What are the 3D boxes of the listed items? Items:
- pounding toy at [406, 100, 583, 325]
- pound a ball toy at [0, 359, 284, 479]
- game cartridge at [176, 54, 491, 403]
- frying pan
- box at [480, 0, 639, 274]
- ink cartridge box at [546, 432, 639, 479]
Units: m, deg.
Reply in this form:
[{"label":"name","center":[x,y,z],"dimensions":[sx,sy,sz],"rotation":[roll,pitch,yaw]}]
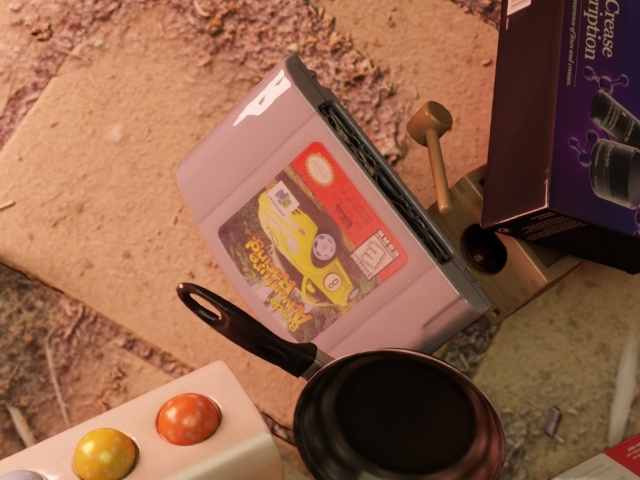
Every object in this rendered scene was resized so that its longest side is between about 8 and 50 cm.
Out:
[{"label":"pounding toy","center":[0.141,-0.028,1.501],"dimensions":[0.206,0.094,0.181],"rotation":[53,40,8]},{"label":"pound a ball toy","center":[-0.140,0.230,1.358],"dimensions":[0.319,0.136,0.208],"rotation":[-24,46,-15]},{"label":"game cartridge","center":[0.000,0.000,1.469],"dimensions":[0.294,0.196,0.060],"rotation":[52,36,6]},{"label":"frying pan","center":[0.012,0.154,1.448],"dimensions":[0.326,0.197,0.053],"rotation":[18,33,4]},{"label":"box","center":[0.258,-0.120,1.451],"dimensions":[0.184,0.103,0.261],"rotation":[16,71,-30]},{"label":"ink cartridge box","center":[0.299,0.280,1.482],"dimensions":[0.127,0.072,0.175],"rotation":[-24,79,-14]}]
